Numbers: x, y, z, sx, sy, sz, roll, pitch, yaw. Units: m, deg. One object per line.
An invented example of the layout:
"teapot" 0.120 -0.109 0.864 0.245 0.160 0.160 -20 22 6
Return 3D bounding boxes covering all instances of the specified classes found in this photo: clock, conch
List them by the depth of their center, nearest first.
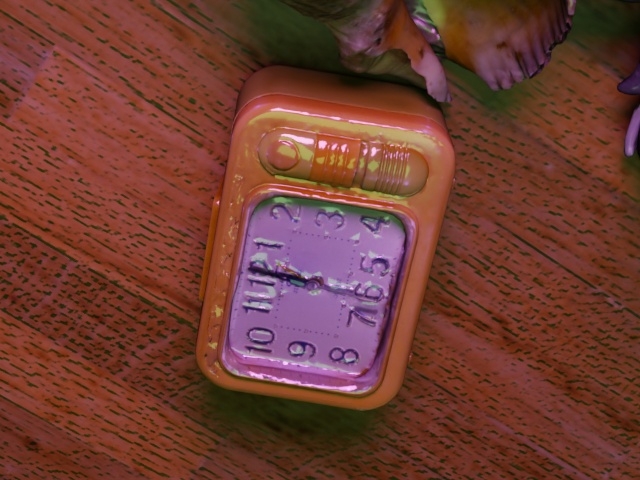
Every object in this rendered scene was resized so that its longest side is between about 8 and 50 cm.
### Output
"conch" 0.054 -0.160 0.750 0.163 0.178 0.245 -51 143 -18
"clock" 0.000 0.000 0.859 0.143 0.096 0.202 8 116 -7

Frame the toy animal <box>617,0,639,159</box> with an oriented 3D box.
"toy animal" 0.208 -0.147 0.791 0.137 0.082 0.269 15 114 -6
